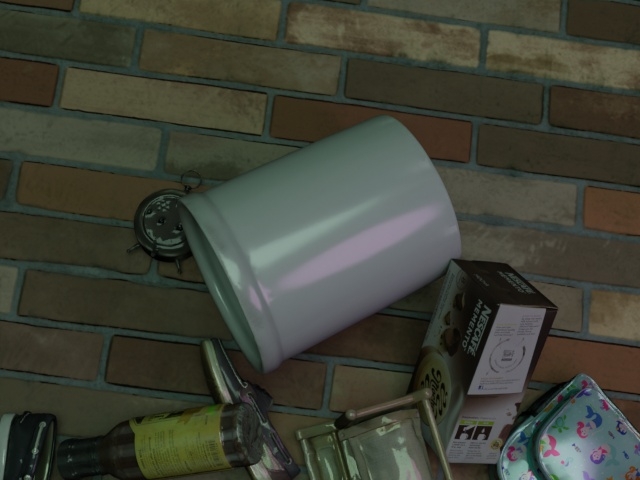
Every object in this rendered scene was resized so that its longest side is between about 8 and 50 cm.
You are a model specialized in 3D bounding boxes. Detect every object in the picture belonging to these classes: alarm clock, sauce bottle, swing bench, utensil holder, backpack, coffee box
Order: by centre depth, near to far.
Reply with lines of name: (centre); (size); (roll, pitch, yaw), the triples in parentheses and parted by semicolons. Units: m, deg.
swing bench: (0.098, 0.401, 1.733); (0.165, 0.254, 0.253); (-10, 77, -24)
sauce bottle: (-0.270, 0.341, 1.739); (0.344, 0.111, 0.111); (-10, 75, 14)
coffee box: (0.257, 0.199, 1.746); (0.119, 0.168, 0.297); (6, 113, -25)
utensil holder: (0.000, 0.000, 1.789); (0.385, 0.327, 0.327); (-25, 78, -12)
backpack: (0.422, 0.378, 1.791); (0.253, 0.191, 0.225); (-38, 81, -8)
alarm clock: (-0.266, -0.046, 1.917); (0.129, 0.064, 0.192); (21, 71, 2)

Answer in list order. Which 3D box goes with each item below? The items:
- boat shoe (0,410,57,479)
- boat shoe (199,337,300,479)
boat shoe: (-0.488, 0.432, 1.740); (0.091, 0.114, 0.302); (-2, 75, 1)
boat shoe: (-0.123, 0.293, 1.816); (0.092, 0.103, 0.285); (-22, 81, -15)
